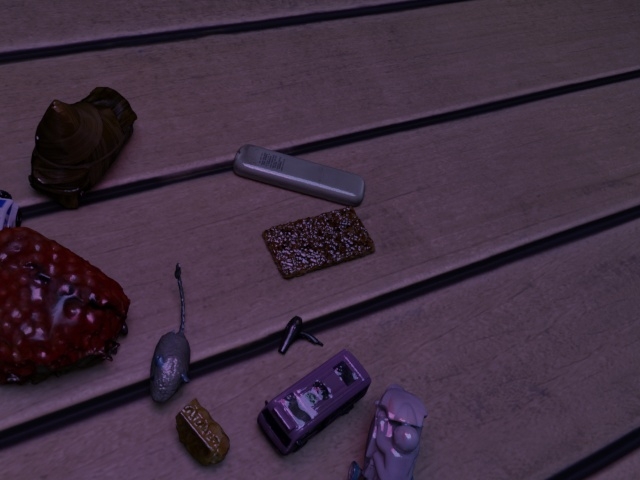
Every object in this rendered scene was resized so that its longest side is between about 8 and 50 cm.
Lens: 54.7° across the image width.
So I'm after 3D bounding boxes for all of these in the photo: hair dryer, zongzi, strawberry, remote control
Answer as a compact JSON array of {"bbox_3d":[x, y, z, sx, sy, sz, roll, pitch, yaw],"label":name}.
[{"bbox_3d":[-0.035,0.195,1.201,0.083,0.031,0.079,28,65,-5],"label":"hair dryer"},{"bbox_3d":[-0.459,-0.246,1.220,0.134,0.288,0.286,24,54,-5],"label":"zongzi"},{"bbox_3d":[-0.456,0.096,1.055,0.253,0.150,0.280,-1,70,-19],"label":"strawberry"},{"bbox_3d":[-0.046,-0.153,1.420,0.310,0.038,0.090,14,53,-6],"label":"remote control"}]

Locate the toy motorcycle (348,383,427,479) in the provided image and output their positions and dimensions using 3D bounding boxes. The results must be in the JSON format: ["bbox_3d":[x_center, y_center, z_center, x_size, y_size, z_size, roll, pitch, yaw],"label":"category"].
[{"bbox_3d":[0.123,0.355,1.046,0.110,0.171,0.260,15,52,-3],"label":"toy motorcycle"}]

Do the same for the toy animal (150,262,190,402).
[{"bbox_3d":[-0.263,0.172,1.122,0.070,0.079,0.252,22,53,-27],"label":"toy animal"}]

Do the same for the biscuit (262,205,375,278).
[{"bbox_3d":[0.000,0.000,1.338,0.231,0.025,0.131,-17,63,-24],"label":"biscuit"}]

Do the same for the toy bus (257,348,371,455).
[{"bbox_3d":[-0.009,0.285,1.094,0.199,0.108,0.096,-30,68,-29],"label":"toy bus"}]

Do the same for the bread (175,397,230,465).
[{"bbox_3d":[-0.201,0.330,1.045,0.066,0.060,0.110,-39,76,-18],"label":"bread"}]

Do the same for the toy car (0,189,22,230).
[{"bbox_3d":[-0.618,-0.019,1.161,0.080,0.070,0.170,5,57,-11],"label":"toy car"}]
